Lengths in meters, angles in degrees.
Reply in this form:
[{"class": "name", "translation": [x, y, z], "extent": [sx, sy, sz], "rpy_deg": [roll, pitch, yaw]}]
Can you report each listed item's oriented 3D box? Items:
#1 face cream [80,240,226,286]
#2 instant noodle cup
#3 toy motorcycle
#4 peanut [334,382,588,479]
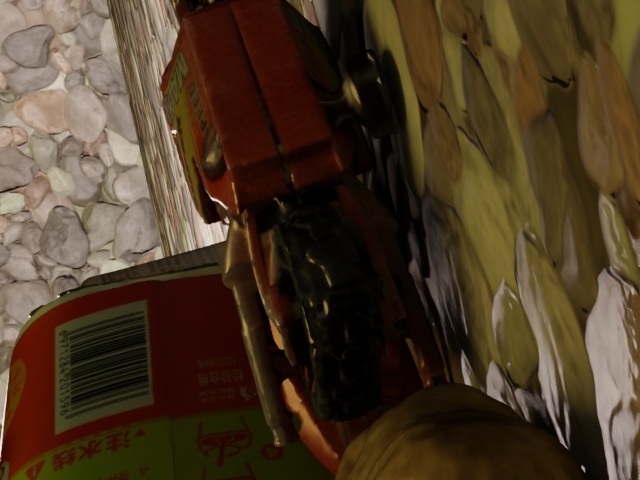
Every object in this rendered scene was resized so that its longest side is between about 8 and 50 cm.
[{"class": "face cream", "translation": [-0.074, 0.093, 1.193], "extent": [0.177, 0.153, 0.177], "rpy_deg": [166, 90, -83]}, {"class": "instant noodle cup", "translation": [-0.052, 0.185, 0.892], "extent": [0.308, 0.294, 0.294], "rpy_deg": [-101, 3, -48]}, {"class": "toy motorcycle", "translation": [-0.018, -0.038, 0.804], "extent": [0.171, 0.089, 0.298], "rpy_deg": [88, 166, -59]}, {"class": "peanut", "translation": [0.046, 0.104, 0.620], "extent": [0.228, 0.085, 0.104], "rpy_deg": [116, 149, -80]}]
